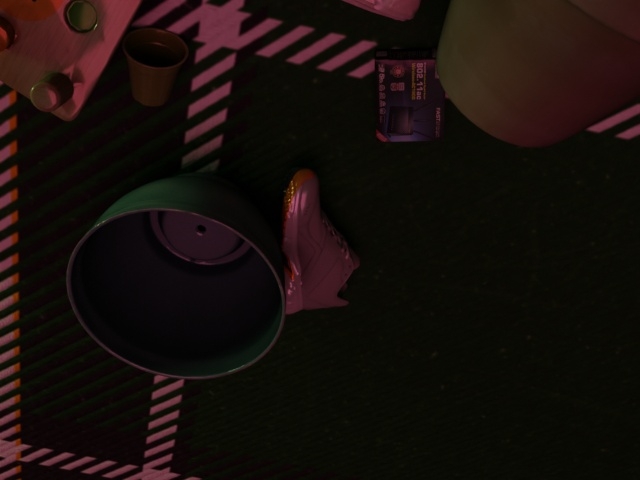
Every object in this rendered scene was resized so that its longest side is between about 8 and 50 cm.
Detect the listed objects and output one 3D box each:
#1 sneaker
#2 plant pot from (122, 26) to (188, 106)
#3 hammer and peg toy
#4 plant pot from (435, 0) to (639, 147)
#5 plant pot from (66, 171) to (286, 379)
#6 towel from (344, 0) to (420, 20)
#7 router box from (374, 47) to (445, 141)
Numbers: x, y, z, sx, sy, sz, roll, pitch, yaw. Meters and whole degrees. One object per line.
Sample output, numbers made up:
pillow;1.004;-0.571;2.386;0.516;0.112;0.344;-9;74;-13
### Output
sneaker;0.000;0.000;1.188;0.121;0.099;0.262;-1;133;-4
plant pot;-0.219;-0.221;1.055;0.083;0.083;0.079;15;138;-6
hammer and peg toy;-0.316;-0.350;0.920;0.266;0.127;0.361;32;112;-11
plant pot;0.272;-0.256;0.868;0.323;0.323;0.280;21;140;-10
plant pot;-0.183;0.024;1.147;0.293;0.196;0.293;3;126;4
towel;0.016;-0.442;0.888;0.317;0.053;0.332;17;126;-7
router box;0.118;-0.190;1.065;0.092;0.038;0.122;-1;125;5
